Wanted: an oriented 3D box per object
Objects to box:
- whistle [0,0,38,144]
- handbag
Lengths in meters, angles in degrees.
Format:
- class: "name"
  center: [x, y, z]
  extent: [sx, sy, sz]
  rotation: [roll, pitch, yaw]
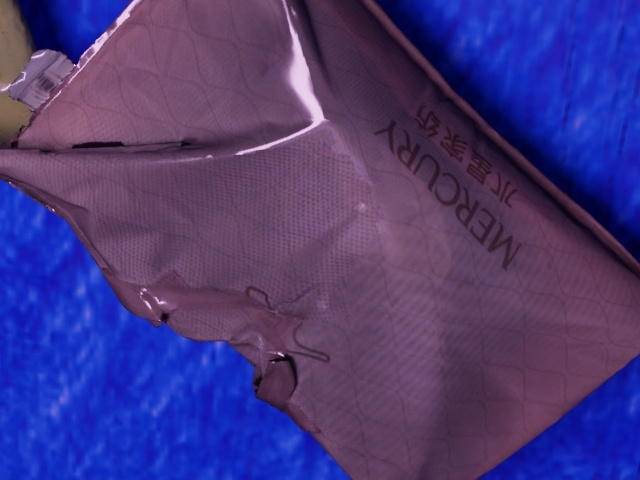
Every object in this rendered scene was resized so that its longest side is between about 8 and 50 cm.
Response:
- class: "whistle"
  center: [-0.156, -0.131, 0.684]
  extent: [0.105, 0.085, 0.227]
  rotation: [-14, 120, 11]
- class: "handbag"
  center: [0.000, 0.000, 0.724]
  extent: [0.182, 0.117, 0.270]
  rotation: [-43, 109, 12]
